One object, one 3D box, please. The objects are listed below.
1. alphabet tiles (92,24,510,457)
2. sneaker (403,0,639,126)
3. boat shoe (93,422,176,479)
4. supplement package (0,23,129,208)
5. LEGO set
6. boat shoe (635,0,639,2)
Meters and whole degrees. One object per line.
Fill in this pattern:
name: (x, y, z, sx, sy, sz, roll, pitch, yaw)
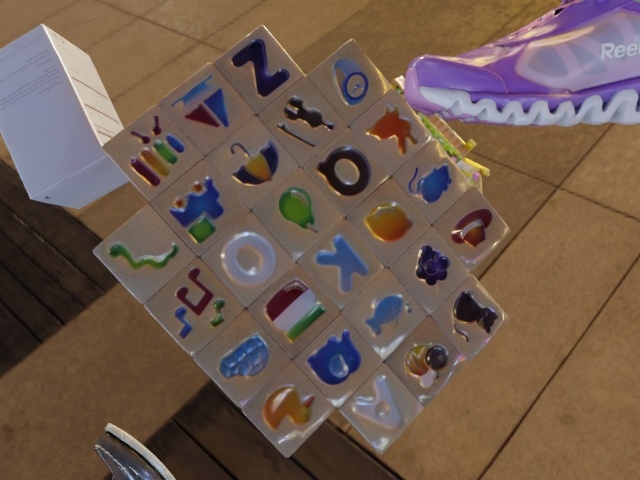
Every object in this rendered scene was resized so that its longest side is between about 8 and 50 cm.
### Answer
alphabet tiles: (0.000, 0.000, 0.518, 0.285, 0.011, 0.342, -43, 97, -14)
sneaker: (0.173, -0.131, 0.420, 0.237, 0.104, 0.095, -4, 15, -6)
boat shoe: (-0.194, 0.303, 0.698, 0.081, 0.227, 0.069, 10, 45, 45)
supplement package: (-0.313, -0.143, 0.738, 0.105, 0.105, 0.179, -27, 83, 5)
LEGO set: (0.167, -0.103, 0.931, 0.107, 0.287, 0.132, -39, 28, -17)
boat shoe: (0.178, -0.137, 0.200, 0.084, 0.079, 0.233, 20, 10, -1)
